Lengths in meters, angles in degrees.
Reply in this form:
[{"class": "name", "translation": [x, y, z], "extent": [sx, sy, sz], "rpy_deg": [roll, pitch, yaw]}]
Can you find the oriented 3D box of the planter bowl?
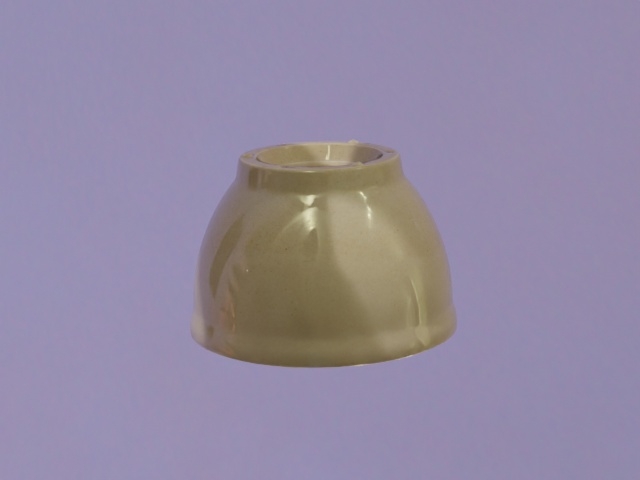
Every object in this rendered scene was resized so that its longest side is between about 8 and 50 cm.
[{"class": "planter bowl", "translation": [0.000, 0.000, 0.908], "extent": [0.162, 0.162, 0.109], "rpy_deg": [-5, -76, -12]}]
